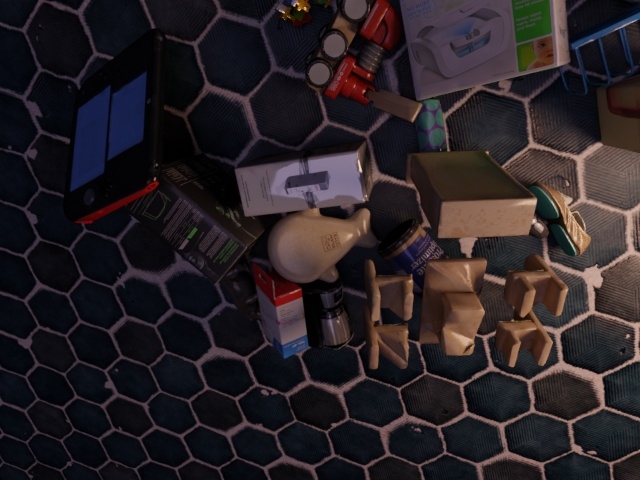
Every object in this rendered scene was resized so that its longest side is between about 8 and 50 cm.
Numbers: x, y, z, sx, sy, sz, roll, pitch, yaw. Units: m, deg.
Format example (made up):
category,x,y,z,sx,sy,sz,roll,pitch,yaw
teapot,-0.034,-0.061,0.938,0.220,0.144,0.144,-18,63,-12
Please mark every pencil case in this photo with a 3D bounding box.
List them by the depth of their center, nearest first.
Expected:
category,x,y,z,sx,sy,sz,roll,pitch,yaw
pencil case,0.245,-0.241,0.926,0.065,0.070,0.151,-19,105,-19

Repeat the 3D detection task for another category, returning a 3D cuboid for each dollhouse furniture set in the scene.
category,x,y,z,sx,sy,sz,roll,pitch,yaw
dollhouse furniture set,0.274,0.041,0.863,0.363,0.256,0.393,-2,120,1

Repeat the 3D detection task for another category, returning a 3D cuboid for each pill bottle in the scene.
category,x,y,z,sx,sy,sz,roll,pitch,yaw
pill bottle,0.253,0.063,1.002,0.123,0.123,0.219,-42,97,21

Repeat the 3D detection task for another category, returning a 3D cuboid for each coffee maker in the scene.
category,x,y,z,sx,sy,sz,roll,pitch,yaw
coffee maker,-0.009,0.191,1.103,0.172,0.120,0.178,-7,107,15

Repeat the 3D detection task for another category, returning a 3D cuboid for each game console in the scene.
category,x,y,z,sx,sy,sz,roll,pitch,yaw
game console,-0.470,-0.249,0.933,0.342,0.060,0.385,-17,70,35

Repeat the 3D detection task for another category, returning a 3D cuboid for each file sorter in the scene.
category,x,y,z,sx,sy,sz,roll,pitch,yaw
file sorter,0.563,-0.367,0.790,0.171,0.118,0.104,-22,107,18

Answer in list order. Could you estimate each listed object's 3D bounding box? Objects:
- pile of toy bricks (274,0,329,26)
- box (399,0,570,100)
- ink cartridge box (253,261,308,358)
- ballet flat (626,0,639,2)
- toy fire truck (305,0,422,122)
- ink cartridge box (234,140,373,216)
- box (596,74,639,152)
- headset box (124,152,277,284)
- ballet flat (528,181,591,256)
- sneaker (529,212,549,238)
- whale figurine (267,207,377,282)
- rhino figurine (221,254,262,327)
category,x,y,z,sx,sy,sz,roll,pitch,yaw
pile of toy bricks,0.005,-0.548,0.857,0.105,0.118,0.212,18,105,-37
box,0.304,-0.414,0.773,0.262,0.127,0.230,1,113,39
ink cartridge box,-0.104,0.168,1.068,0.078,0.134,0.230,-18,118,-26
ballet flat,0.621,-0.623,0.678,0.139,0.139,0.399,11,111,8
toy fire truck,0.113,-0.378,0.876,0.247,0.158,0.217,24,119,-19
ink cartridge box,-0.026,-0.146,0.943,0.273,0.197,0.114,-5,108,13
box,0.639,-0.243,0.754,0.149,0.232,0.126,-13,106,16
headset box,-0.263,-0.059,0.998,0.283,0.246,0.131,40,111,-5
ballet flat,0.548,-0.060,0.938,0.067,0.073,0.206,-37,103,-7
sneaker,0.399,-0.056,0.960,0.229,0.086,0.132,41,117,6
whale figurine,0.000,0.000,1.044,0.272,0.141,0.216,-19,98,-7
rhino figurine,-0.201,0.153,1.154,0.107,0.073,0.243,-22,105,14
